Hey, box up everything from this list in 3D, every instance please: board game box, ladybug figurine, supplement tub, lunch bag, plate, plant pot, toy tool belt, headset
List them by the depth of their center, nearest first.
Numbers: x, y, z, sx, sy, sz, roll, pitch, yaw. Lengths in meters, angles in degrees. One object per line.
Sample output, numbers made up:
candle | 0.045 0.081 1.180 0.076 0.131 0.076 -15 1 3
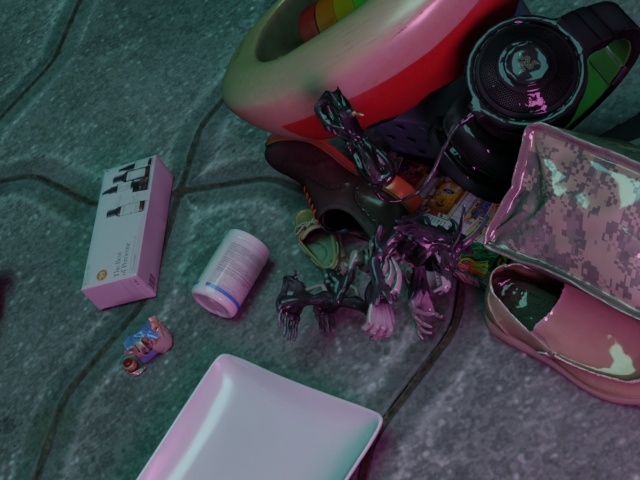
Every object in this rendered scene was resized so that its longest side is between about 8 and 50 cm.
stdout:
lunch bag | 0.358 -0.004 1.198 0.287 0.235 0.169 29 106 35
headset | 0.190 -0.162 1.311 0.394 0.243 0.185 -29 70 -28
plate | -0.089 0.292 1.379 0.277 0.045 0.278 16 64 38
ladybug figurine | 0.075 -0.259 1.421 0.449 0.162 0.305 -24 33 36
board game box | 0.151 -0.031 1.513 0.259 0.030 0.136 23 70 41
supplement tub | -0.124 0.046 1.584 0.071 0.071 0.107 13 62 38
plant pot | 0.168 -0.237 1.586 0.165 0.166 0.234 12 71 37
toy tool belt | -0.249 0.142 1.594 0.083 0.051 0.052 -41 44 -4

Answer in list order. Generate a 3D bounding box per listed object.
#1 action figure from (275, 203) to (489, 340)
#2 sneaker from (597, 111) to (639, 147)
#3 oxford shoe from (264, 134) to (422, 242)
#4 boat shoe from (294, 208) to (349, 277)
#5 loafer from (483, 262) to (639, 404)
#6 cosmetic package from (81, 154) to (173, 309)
action figure | 0.086 0.054 1.384 0.275 0.164 0.141 -24 70 37
sneaker | 0.372 -0.109 1.423 0.222 0.083 0.118 -13 27 34
oxford shoe | 0.006 -0.072 1.550 0.271 0.097 0.098 26 76 42
boat shoe | -0.001 0.001 1.562 0.056 0.048 0.153 -30 45 6
loafer | 0.284 0.099 1.278 0.268 0.092 0.102 19 66 40
cosmetic package | -0.291 -0.016 1.743 0.099 0.060 0.239 -16 48 20
